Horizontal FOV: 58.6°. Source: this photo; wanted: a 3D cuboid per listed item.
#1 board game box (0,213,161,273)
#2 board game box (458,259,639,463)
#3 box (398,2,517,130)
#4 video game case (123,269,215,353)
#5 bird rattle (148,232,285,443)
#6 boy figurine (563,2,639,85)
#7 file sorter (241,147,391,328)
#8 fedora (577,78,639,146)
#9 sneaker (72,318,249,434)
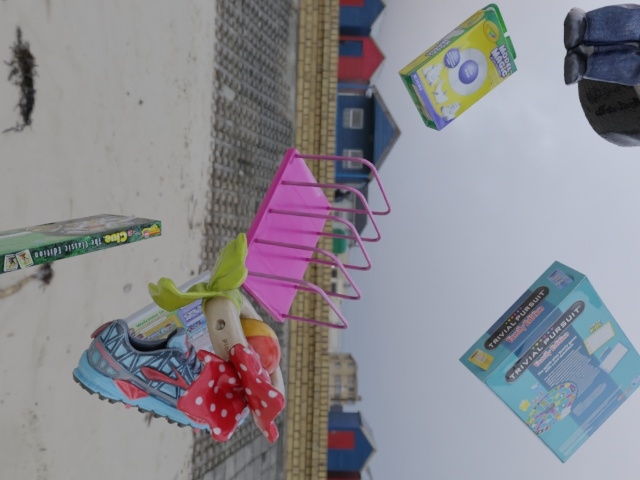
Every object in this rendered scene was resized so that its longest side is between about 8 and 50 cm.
[{"bbox_3d":[-0.368,-0.002,0.802,0.260,0.136,0.030,-19,115,-55],"label":"board game box"},{"bbox_3d":[0.450,0.236,1.072,0.336,0.254,0.079,45,0,-29],"label":"board game box"},{"bbox_3d":[0.214,-0.257,0.842,0.105,0.179,0.043,53,-6,-31],"label":"box"},{"bbox_3d":[-0.286,0.187,1.186,0.023,0.213,0.193,37,-28,48],"label":"video game case"},{"bbox_3d":[-0.088,0.125,0.680,0.253,0.143,0.207,56,-1,34],"label":"bird rattle"},{"bbox_3d":[0.456,-0.239,0.699,0.092,0.285,0.177,-39,129,-48],"label":"boy figurine"},{"bbox_3d":[0.000,0.000,1.101,0.202,0.183,0.290,56,49,-50],"label":"file sorter"},{"bbox_3d":[0.643,-0.303,1.186,0.153,0.334,0.333,-22,-122,43],"label":"fedora"},{"bbox_3d":[-0.206,0.192,0.823,0.104,0.262,0.125,12,-104,65],"label":"sneaker"}]
